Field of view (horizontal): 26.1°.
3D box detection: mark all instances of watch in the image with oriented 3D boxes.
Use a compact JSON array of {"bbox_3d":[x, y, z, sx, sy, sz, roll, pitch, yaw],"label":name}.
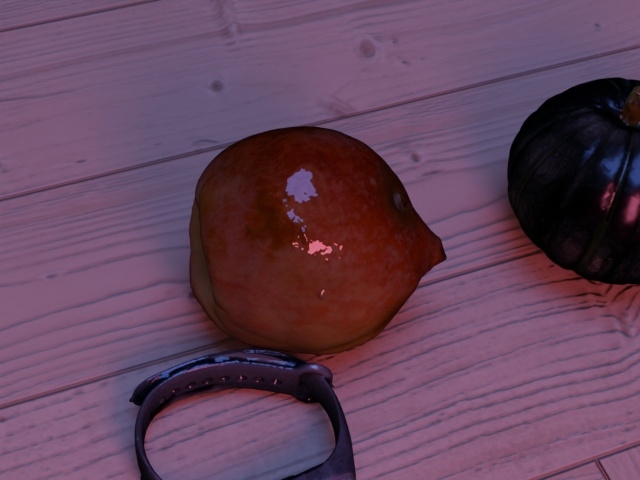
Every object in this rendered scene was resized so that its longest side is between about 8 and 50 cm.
[{"bbox_3d":[-0.070,0.187,1.312,0.206,0.068,0.193,-23,60,-22],"label":"watch"}]

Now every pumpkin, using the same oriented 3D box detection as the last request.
[{"bbox_3d":[0.324,-0.076,1.487,0.250,0.216,0.250,7,35,-5],"label":"pumpkin"}]

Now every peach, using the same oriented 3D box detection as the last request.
[{"bbox_3d":[0.000,0.000,1.367,0.257,0.232,0.232,-3,53,-12],"label":"peach"}]
